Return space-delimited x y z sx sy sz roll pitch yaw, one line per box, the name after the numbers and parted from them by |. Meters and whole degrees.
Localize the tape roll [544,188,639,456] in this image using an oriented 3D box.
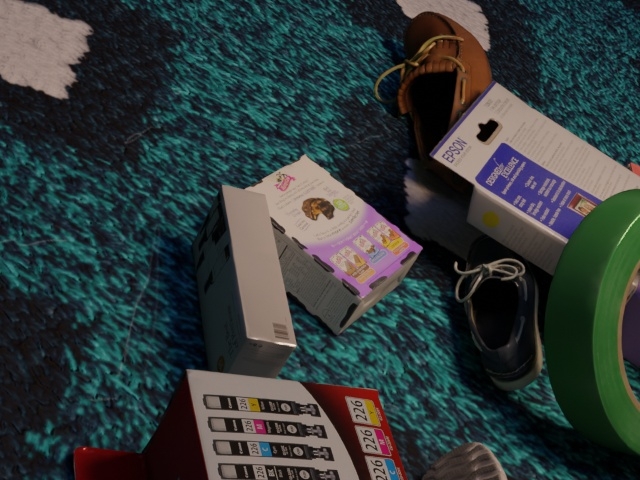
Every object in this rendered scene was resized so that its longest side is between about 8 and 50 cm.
0.403 0.099 1.461 0.321 0.321 0.077 -1 5 -38 | tape roll

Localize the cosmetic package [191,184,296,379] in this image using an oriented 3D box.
-0.088 0.055 1.316 0.061 0.099 0.239 12 38 -22 | cosmetic package

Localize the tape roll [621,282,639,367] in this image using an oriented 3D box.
0.488 0.077 1.733 0.275 0.090 0.274 20 36 -16 | tape roll

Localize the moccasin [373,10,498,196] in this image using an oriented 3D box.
0.174 -0.224 1.854 0.147 0.139 0.380 23 43 -27 | moccasin

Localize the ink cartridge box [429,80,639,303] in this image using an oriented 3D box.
0.309 -0.066 1.648 0.307 0.072 0.303 32 34 8 | ink cartridge box

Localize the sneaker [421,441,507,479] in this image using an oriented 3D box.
0.173 0.323 1.202 0.115 0.105 0.281 50 15 -37 | sneaker

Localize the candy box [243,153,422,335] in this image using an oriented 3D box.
0.000 0.000 1.477 0.196 0.070 0.165 40 35 12 | candy box

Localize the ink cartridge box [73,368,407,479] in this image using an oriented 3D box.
-0.051 0.271 1.039 0.272 0.130 0.309 9 40 -27 | ink cartridge box

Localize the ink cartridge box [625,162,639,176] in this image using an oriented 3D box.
0.530 -0.023 1.869 0.198 0.115 0.067 22 34 -12 | ink cartridge box

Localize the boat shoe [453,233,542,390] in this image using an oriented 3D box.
0.217 0.072 1.523 0.254 0.095 0.079 -85 152 -47 | boat shoe
